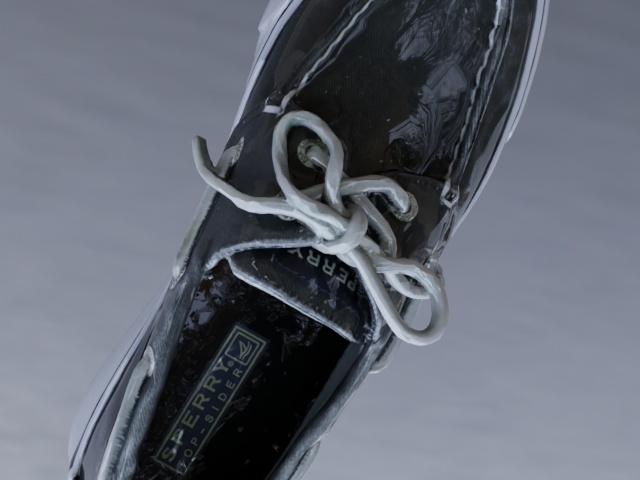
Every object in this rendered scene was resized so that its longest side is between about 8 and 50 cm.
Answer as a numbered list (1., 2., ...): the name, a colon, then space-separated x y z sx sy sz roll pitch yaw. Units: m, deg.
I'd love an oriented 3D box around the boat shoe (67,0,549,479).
1. boat shoe: -0.004 -0.002 0.667 0.113 0.306 0.105 33 -173 -15
